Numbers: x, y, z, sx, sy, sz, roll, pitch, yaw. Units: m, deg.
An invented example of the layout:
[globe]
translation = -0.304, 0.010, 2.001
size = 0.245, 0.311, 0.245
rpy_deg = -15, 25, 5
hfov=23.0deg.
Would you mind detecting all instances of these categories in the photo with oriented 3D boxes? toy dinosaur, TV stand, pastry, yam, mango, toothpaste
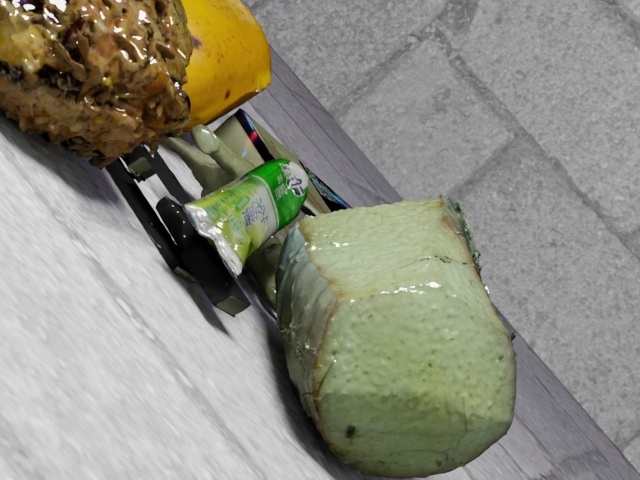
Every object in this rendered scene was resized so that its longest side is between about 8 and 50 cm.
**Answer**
[toy dinosaur]
translation = -0.069, -0.010, 1.551
size = 0.294, 0.077, 0.162
rpy_deg = 60, 6, -9
[TV stand]
translation = -0.134, -0.024, 1.374
size = 0.249, 0.042, 0.036
rpy_deg = 54, 7, 35
[pastry]
translation = -0.199, -0.192, 1.286
size = 0.275, 0.193, 0.275
rpy_deg = 48, 6, -7
[yam]
translation = 0.067, 0.087, 1.366
size = 0.271, 0.202, 0.201
rpy_deg = -117, -161, -78
[mango]
translation = -0.161, -0.210, 1.749
size = 0.191, 0.160, 0.290
rpy_deg = 51, 17, -7
[toothpaste]
translation = -0.058, -0.030, 1.401
size = 0.078, 0.047, 0.248
rpy_deg = 54, 22, -2

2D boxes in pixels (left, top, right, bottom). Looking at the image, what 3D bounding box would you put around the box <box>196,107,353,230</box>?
[box]
translation = 0.000, 0.000, 1.812
size = 0.310, 0.084, 0.198
rpy_deg = 41, 10, -42
